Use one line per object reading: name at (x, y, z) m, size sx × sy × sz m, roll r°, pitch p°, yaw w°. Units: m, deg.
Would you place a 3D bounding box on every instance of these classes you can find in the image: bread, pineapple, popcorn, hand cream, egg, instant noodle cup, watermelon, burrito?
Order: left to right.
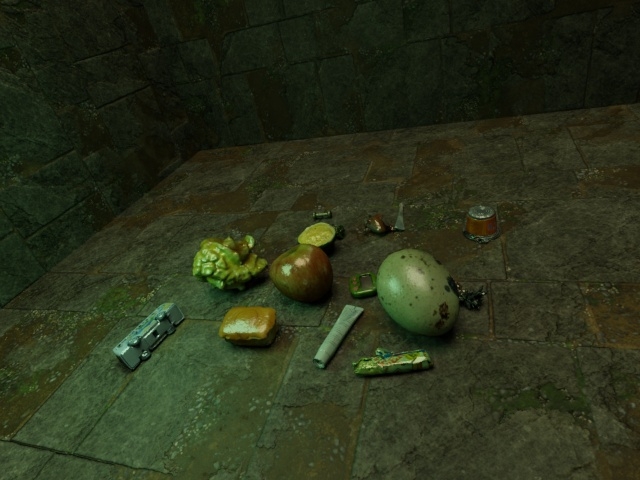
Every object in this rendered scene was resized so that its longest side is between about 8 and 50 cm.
popcorn at (-0.467, 0.122, 2.023) m, size 0.336 × 0.274 × 0.279 m, roll 8°, pitch -23°, yaw -40°
bread at (-0.301, 0.365, 1.712) m, size 0.246 × 0.121 × 0.174 m, roll 1°, pitch 34°, yaw 19°
watermelon at (-0.007, 0.003, 2.142) m, size 0.204 × 0.127 × 0.232 m, roll 21°, pitch 48°, yaw 43°
hand cream at (0.071, 0.369, 1.617) m, size 0.085 × 0.058 × 0.331 m, roll 6°, pitch 37°, yaw 31°
burrito at (0.258, 0.431, 1.454) m, size 0.288 × 0.054 × 0.104 m, roll -10°, pitch 32°, yaw 6°
egg at (0.376, 0.196, 1.552) m, size 0.288 × 0.287 × 0.379 m, roll -25°, pitch 41°, yaw -17°
pineapple at (0.568, 0.202, 1.658) m, size 0.103 × 0.083 × 0.221 m, roll -34°, pitch 40°, yaw -27°
instant noodle cup at (0.794, -0.095, 1.986) m, size 0.178 × 0.125 × 0.208 m, roll -11°, pitch 32°, yaw 7°

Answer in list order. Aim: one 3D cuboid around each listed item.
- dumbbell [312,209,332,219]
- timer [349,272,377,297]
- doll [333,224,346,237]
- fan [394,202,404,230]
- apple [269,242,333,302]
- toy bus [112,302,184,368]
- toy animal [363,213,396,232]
dumbbell at (0.011, -0.156, 2.452) m, size 0.118 × 0.052 × 0.046 m, roll -5°, pitch 74°, yaw 14°
timer at (0.198, 0.204, 1.833) m, size 0.128 × 0.047 × 0.140 m, roll -12°, pitch 32°, yaw 6°
doll at (0.080, -0.055, 2.247) m, size 0.113 × 0.076 × 0.078 m, roll 7°, pitch 47°, yaw 31°
fan at (0.455, -0.135, 2.270) m, size 0.057 × 0.023 × 0.282 m, roll 21°, pitch 37°, yaw 1°
apple at (-0.079, 0.157, 1.854) m, size 0.278 × 0.250 × 0.309 m, roll -33°, pitch 13°, yaw -2°
toy bus at (-0.782, 0.423, 1.826) m, size 0.136 × 0.109 × 0.329 m, roll -2°, pitch 33°, yaw 35°
toy animal at (0.324, -0.095, 2.220) m, size 0.179 × 0.089 × 0.188 m, roll 2°, pitch 31°, yaw -7°
